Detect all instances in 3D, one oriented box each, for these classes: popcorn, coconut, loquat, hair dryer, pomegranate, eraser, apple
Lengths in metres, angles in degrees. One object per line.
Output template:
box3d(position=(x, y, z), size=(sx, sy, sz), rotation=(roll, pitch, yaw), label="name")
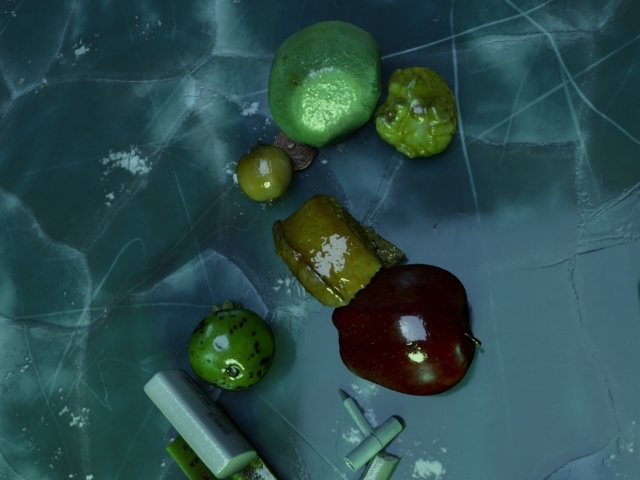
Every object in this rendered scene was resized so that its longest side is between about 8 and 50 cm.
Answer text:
box3d(position=(0.229, -0.313, 1.717), size=(0.203, 0.200, 0.226), rotation=(-25, 104, 35), label="popcorn")
box3d(position=(0.013, -0.389, 1.720), size=(0.281, 0.328, 0.328), rotation=(23, 83, -10), label="coconut")
box3d(position=(-0.142, -0.174, 1.787), size=(0.163, 0.137, 0.163), rotation=(6, 101, 37), label="loquat")
box3d(position=(0.076, 0.426, 1.625), size=(0.155, 0.044, 0.183), rotation=(-35, 54, -25), label="hair dryer")
box3d(position=(-0.216, 0.248, 1.696), size=(0.211, 0.211, 0.263), rotation=(-26, 31, 8), label="pomegranate")
box3d(position=(-0.278, 0.423, 1.620), size=(0.270, 0.174, 0.095), rotation=(42, 88, 20), label="eraser")
box3d(position=(0.194, 0.194, 1.546), size=(0.317, 0.288, 0.288), rotation=(0, 77, 25), label="apple")

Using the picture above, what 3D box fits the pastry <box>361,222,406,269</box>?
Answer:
box3d(position=(0.137, 0.021, 1.714), size=(0.080, 0.056, 0.140), rotation=(-45, 64, -7), label="pastry")

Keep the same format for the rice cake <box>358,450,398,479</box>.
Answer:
box3d(position=(0.092, 0.597, 1.591), size=(0.057, 0.052, 0.256), rotation=(29, 86, 16), label="rice cake")

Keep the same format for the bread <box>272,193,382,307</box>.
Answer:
box3d(position=(0.000, 0.000, 1.595), size=(0.194, 0.340, 0.179), rotation=(-38, 114, 7), label="bread")

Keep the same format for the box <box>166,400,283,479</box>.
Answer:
box3d(position=(-0.219, 0.564, 1.686), size=(0.173, 0.043, 0.311), rotation=(-45, 70, 1), label="box")

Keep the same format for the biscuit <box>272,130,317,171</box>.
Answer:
box3d(position=(-0.070, -0.241, 1.847), size=(0.102, 0.019, 0.130), rotation=(-43, 71, 3), label="biscuit")
